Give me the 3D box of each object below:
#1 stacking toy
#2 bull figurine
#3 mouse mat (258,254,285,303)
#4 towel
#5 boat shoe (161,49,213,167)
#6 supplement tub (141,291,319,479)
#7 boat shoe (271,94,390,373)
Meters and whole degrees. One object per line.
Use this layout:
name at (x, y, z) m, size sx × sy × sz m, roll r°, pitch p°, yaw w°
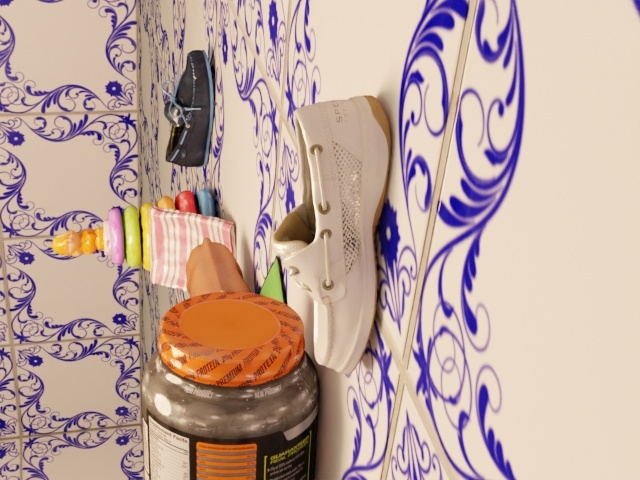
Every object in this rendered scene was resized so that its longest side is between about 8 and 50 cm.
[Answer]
stacking toy at (-0.346, -0.006, 1.813) m, size 0.175 × 0.301 × 0.166 m, roll 153°, pitch 112°, yaw -75°
bull figurine at (-0.145, 0.133, 1.459) m, size 0.310 × 0.101 × 0.188 m, roll -104°, pitch 9°, yaw -49°
mouse mat at (-0.066, 0.121, 1.359) m, size 0.190 × 0.007 × 0.153 m, roll 120°, pitch 144°, yaw -63°
towel at (-0.227, 0.023, 1.685) m, size 0.197 × 0.029 × 0.144 m, roll 12°, pitch 108°, yaw 33°
boat shoe at (-0.248, -0.232, 1.802) m, size 0.109 × 0.089 × 0.258 m, roll -111°, pitch 23°, yaw -48°
supplement tub at (-0.107, 0.246, 1.153) m, size 0.207 × 0.207 × 0.338 m, roll -122°, pitch 33°, yaw -61°
boat shoe at (0.000, 0.000, 0.903) m, size 0.098 × 0.096 × 0.277 m, roll -124°, pitch 33°, yaw -61°
